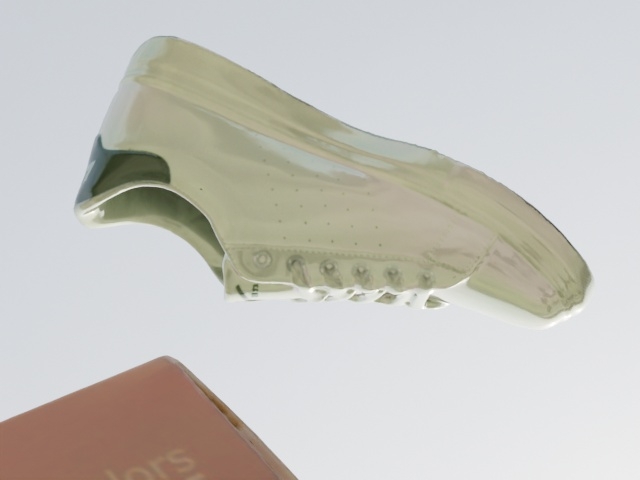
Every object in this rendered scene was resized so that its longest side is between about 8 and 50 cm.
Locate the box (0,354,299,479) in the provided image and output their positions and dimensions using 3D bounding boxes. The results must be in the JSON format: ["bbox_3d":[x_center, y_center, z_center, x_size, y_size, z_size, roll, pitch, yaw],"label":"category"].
[{"bbox_3d":[-0.132,0.169,0.425,0.274,0.091,0.221,-22,-40,-32],"label":"box"}]

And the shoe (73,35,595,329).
[{"bbox_3d":[0.000,0.000,0.883,0.265,0.095,0.110,28,-112,10],"label":"shoe"}]
